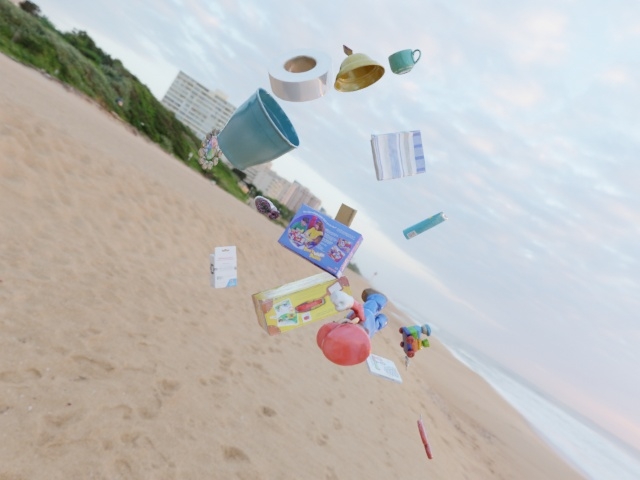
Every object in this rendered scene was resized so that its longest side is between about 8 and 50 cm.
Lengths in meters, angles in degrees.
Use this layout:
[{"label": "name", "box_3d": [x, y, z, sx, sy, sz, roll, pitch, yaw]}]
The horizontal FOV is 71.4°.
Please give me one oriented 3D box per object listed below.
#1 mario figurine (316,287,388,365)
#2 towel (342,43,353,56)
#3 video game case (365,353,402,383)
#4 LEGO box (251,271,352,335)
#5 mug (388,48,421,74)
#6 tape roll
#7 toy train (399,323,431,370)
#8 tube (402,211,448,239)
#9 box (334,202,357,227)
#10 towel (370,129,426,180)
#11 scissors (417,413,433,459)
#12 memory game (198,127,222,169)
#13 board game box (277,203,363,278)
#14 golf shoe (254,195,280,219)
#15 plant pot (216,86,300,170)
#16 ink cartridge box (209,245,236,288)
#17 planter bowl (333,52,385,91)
[{"label": "mario figurine", "box_3d": [0.076, 0.234, 1.239, 0.198, 0.170, 0.320, 56, 28, 6]}, {"label": "towel", "box_3d": [0.158, -1.079, 2.543, 0.083, 0.009, 0.060, 45, -16, 31]}, {"label": "video game case", "box_3d": [0.255, 0.526, 1.846, 0.143, 0.019, 0.157, 21, 12, -10]}, {"label": "LEGO box", "box_3d": [-0.113, 0.349, 2.566, 0.372, 0.500, 0.193, 180, -105, -72]}, {"label": "mug", "box_3d": [0.429, -0.914, 2.285, 0.129, 0.097, 0.158, -18, 7, -30]}, {"label": "tape roll", "box_3d": [-0.081, -0.719, 1.926, 0.286, 0.286, 0.100, 31, -30, 29]}, {"label": "toy train", "box_3d": [0.485, 0.536, 2.242, 0.105, 0.143, 0.248, -124, -157, -63]}, {"label": "tube", "box_3d": [0.477, -0.069, 2.030, 0.080, 0.207, 0.052, 25, 44, -51]}, {"label": "box", "box_3d": [0.116, -0.097, 2.440, 0.021, 0.201, 0.164, 22, 8, -29]}, {"label": "towel", "box_3d": [0.357, -0.390, 2.021, 0.285, 0.209, 0.034, -13, 8, -27]}, {"label": "scissors", "box_3d": [0.335, 0.602, 1.468, 0.297, 0.021, 0.109, -43, 112, -80]}, {"label": "memory game", "box_3d": [-0.451, -0.383, 1.862, 0.012, 0.186, 0.186, 23, -3, 13]}, {"label": "board game box", "box_3d": [0.000, 0.000, 2.163, 0.347, 0.233, 0.078, 29, -11, 21]}, {"label": "golf shoe", "box_3d": [-0.265, -0.164, 2.102, 0.086, 0.067, 0.186, 54, 4, 31]}, {"label": "plant pot", "box_3d": [-0.263, -0.421, 1.779, 0.271, 0.255, 0.271, 52, 19, -26]}, {"label": "ink cartridge box", "box_3d": [-0.429, 0.113, 1.964, 0.104, 0.180, 0.060, -4, 8, -35]}, {"label": "planter bowl", "box_3d": [0.147, -0.696, 1.811, 0.217, 0.217, 0.090, 39, 36, -82]}]
